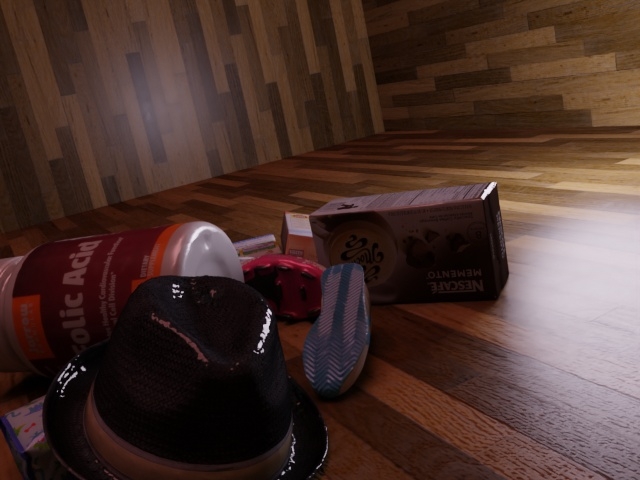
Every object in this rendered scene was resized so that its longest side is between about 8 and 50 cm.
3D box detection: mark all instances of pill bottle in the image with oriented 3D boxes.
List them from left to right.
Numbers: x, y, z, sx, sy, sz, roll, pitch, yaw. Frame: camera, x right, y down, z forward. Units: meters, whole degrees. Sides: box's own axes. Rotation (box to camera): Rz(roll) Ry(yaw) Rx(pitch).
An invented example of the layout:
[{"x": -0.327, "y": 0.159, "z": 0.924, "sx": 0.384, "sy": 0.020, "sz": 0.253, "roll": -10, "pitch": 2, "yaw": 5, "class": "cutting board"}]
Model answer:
[{"x": -0.336, "y": 0.101, "z": 1.053, "sx": 0.392, "sy": 0.224, "sz": 0.224, "roll": -7, "pitch": 15, "yaw": 18, "class": "pill bottle"}]

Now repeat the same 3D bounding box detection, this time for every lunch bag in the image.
[{"x": -0.305, "y": 0.224, "z": 0.810, "sx": 0.129, "sy": 0.096, "sz": 0.151, "roll": -21, "pitch": 27, "yaw": -32, "class": "lunch bag"}]

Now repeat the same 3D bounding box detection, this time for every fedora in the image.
[{"x": -0.134, "y": 0.133, "z": 0.726, "sx": 0.334, "sy": 0.152, "sz": 0.334, "roll": 9, "pitch": 18, "yaw": -3, "class": "fedora"}]

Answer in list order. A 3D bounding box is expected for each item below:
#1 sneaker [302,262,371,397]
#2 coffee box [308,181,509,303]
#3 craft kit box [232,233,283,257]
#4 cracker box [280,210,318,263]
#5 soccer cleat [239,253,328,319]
[{"x": 0.035, "y": 0.132, "z": 0.929, "sx": 0.088, "sy": 0.092, "sz": 0.228, "roll": -5, "pitch": 35, "yaw": 16, "class": "sneaker"}, {"x": 0.150, "y": 0.008, "z": 1.135, "sx": 0.297, "sy": 0.168, "sz": 0.119, "roll": -4, "pitch": 16, "yaw": 25, "class": "coffee box"}, {"x": -0.203, "y": 0.060, "z": 1.455, "sx": 0.250, "sy": 0.060, "sz": 0.246, "roll": -14, "pitch": 12, "yaw": -6, "class": "craft kit box"}, {"x": 0.000, "y": 0.000, "z": 1.405, "sx": 0.156, "sy": 0.067, "sz": 0.232, "roll": 8, "pitch": 12, "yaw": -6, "class": "cracker box"}, {"x": -0.099, "y": 0.069, "z": 1.205, "sx": 0.331, "sy": 0.116, "sz": 0.143, "roll": -4, "pitch": 16, "yaw": 30, "class": "soccer cleat"}]
